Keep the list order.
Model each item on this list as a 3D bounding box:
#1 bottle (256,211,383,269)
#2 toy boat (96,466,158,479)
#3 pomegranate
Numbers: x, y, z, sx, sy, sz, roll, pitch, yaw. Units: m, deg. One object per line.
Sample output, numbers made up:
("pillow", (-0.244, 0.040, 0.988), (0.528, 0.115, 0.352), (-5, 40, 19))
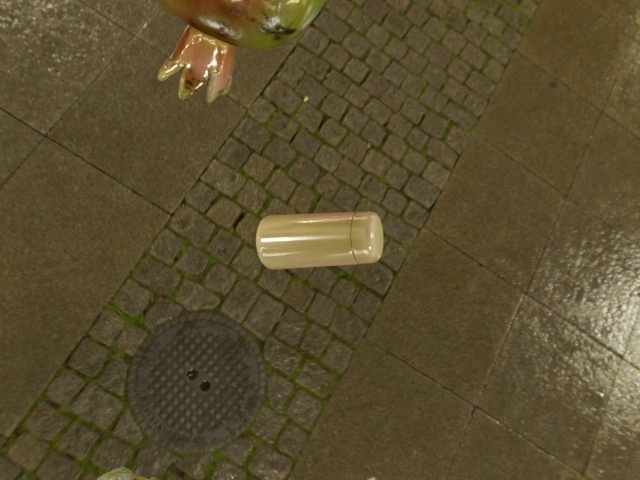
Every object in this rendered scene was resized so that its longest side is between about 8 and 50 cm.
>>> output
("bottle", (0.000, 0.000, 0.415), (0.096, 0.045, 0.045), (-2, 74, 20))
("toy boat", (-0.200, 0.322, 0.372), (0.162, 0.445, 0.136), (-18, 96, -2))
("pomegranate", (-0.067, -0.176, 0.341), (0.129, 0.159, 0.130), (38, 35, -34))
